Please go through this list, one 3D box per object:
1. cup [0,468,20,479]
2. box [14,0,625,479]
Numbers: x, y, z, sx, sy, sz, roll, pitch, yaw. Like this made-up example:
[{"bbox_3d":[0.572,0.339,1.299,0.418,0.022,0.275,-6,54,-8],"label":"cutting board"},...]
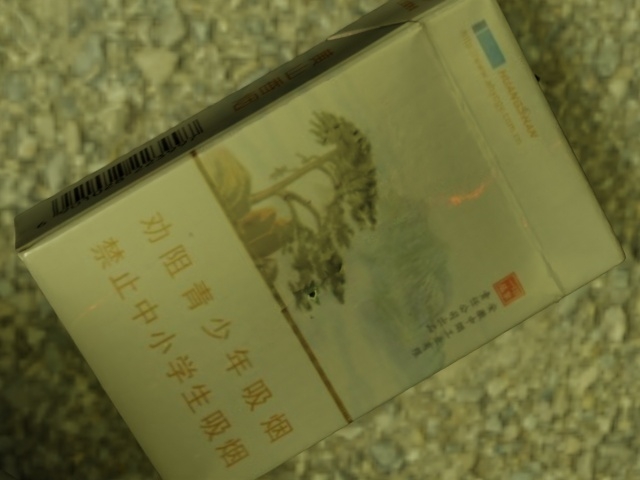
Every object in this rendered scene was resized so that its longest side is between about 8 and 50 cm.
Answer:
[{"bbox_3d":[-0.155,0.191,0.717,0.212,0.212,0.317,-44,129,3],"label":"cup"},{"bbox_3d":[0.001,-0.001,0.821,0.233,0.067,0.149,-30,111,-1],"label":"box"}]
